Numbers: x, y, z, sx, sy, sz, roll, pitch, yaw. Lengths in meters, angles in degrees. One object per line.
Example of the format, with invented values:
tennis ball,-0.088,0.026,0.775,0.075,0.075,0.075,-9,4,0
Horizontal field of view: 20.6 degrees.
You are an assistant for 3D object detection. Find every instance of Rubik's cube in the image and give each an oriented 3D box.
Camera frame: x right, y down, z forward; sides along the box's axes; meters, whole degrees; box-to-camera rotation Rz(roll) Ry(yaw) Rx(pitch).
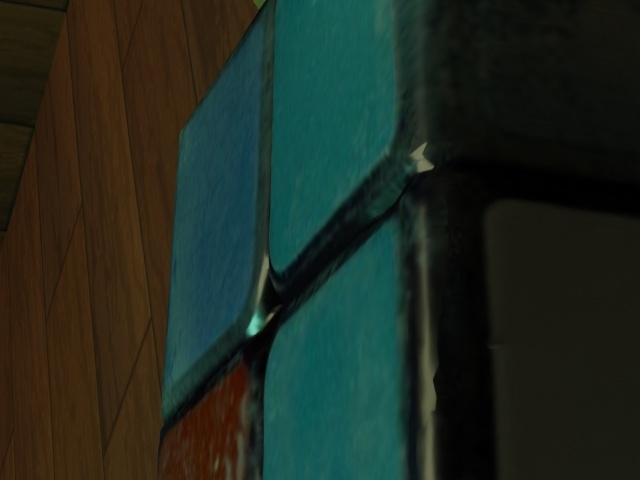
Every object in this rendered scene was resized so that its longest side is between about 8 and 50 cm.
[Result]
Rubik's cube,0.122,0.050,0.680,0.316,0.313,0.318,133,141,-60

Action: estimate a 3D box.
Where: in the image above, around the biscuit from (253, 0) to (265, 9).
biscuit,0.103,-0.236,0.849,0.350,0.078,0.455,-51,2,16
